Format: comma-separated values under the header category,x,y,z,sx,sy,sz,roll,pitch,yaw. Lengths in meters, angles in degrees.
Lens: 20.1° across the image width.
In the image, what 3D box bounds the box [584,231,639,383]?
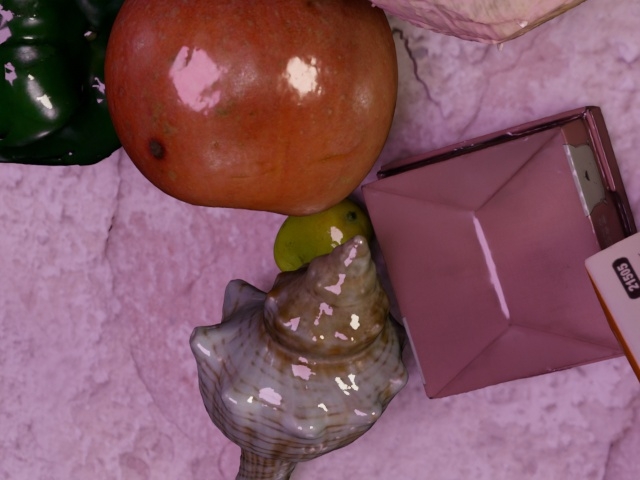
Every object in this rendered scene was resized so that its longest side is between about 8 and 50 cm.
category,x,y,z,sx,sy,sz,roll,pitch,yaw
box,0.343,0.076,1.338,0.221,0.274,0.091,-27,129,4

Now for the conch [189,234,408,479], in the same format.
category,x,y,z,sx,sy,sz,roll,pitch,yaw
conch,-0.043,0.122,1.631,0.386,0.170,0.203,-49,41,36

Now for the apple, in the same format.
category,x,y,z,sx,sy,sz,roll,pitch,yaw
apple,-0.059,-0.131,1.550,0.253,0.253,0.253,6,104,27

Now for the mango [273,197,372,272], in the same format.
category,x,y,z,sx,sy,sz,roll,pitch,yaw
mango,0.000,0.000,1.656,0.108,0.056,0.073,-29,80,33

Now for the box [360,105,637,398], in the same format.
category,x,y,z,sx,sy,sz,roll,pitch,yaw
box,0.162,0.015,1.554,0.215,0.086,0.215,-15,93,30

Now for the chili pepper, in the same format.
category,x,y,z,sx,sy,sz,roll,pitch,yaw
chili pepper,-0.282,-0.180,1.658,0.257,0.233,0.248,5,114,48

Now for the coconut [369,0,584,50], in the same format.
category,x,y,z,sx,sy,sz,roll,pitch,yaw
coconut,0.123,-0.345,1.339,0.405,0.404,0.404,6,104,27
